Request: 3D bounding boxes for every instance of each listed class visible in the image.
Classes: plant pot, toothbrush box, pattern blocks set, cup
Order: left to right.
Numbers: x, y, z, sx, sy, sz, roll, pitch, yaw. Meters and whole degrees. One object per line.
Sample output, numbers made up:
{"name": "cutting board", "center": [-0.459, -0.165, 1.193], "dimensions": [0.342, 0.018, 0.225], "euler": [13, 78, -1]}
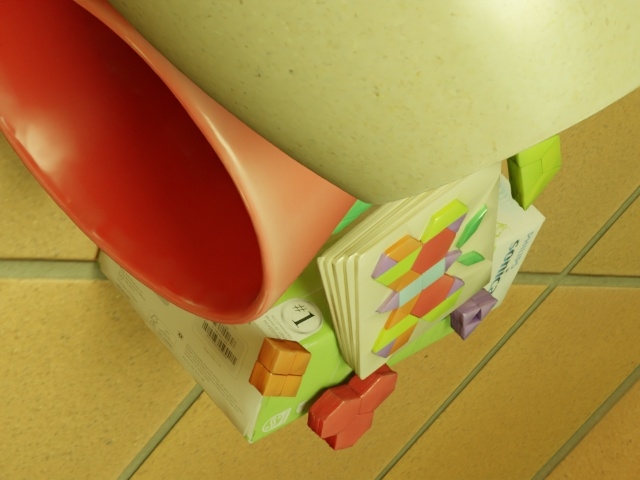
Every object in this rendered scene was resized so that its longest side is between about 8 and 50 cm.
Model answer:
{"name": "plant pot", "center": [-0.044, -0.125, 1.141], "dimensions": [0.243, 0.275, 0.275], "euler": [-42, 160, -23]}
{"name": "toothbrush box", "center": [0.000, 0.000, 1.488], "dimensions": [0.283, 0.206, 0.122], "euler": [-25, 152, -35]}
{"name": "pattern blocks set", "center": [0.067, 0.020, 1.342], "dimensions": [0.285, 0.026, 0.325], "euler": [-43, 154, -6]}
{"name": "cup", "center": [0.045, -0.158, 0.892], "dimensions": [0.331, 0.237, 0.331], "euler": [-27, -173, 4]}
